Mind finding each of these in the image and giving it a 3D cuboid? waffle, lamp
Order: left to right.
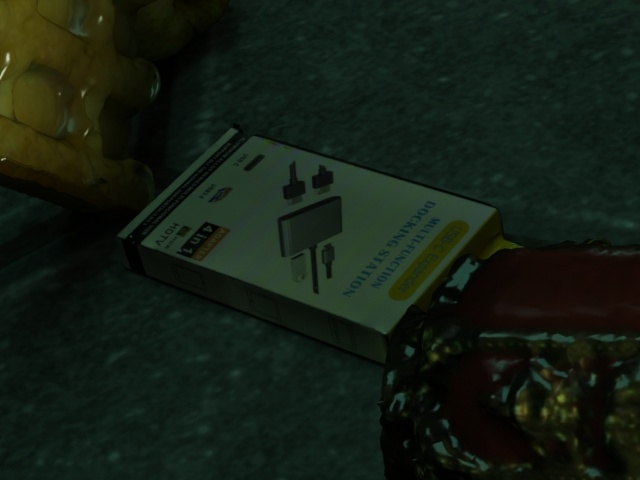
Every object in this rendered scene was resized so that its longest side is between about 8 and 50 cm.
[{"bbox_3d":[-0.187,-0.199,0.964,0.078,0.304,0.348,-1,80,20],"label":"waffle"},{"bbox_3d":[0.168,0.085,0.738,0.274,0.177,0.177,-1,42,17],"label":"lamp"}]

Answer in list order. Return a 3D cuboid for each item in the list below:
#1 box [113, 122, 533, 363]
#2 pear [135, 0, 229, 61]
[{"bbox_3d":[0.000,0.000,0.988,0.247,0.033,0.129,18,49,33],"label":"box"},{"bbox_3d":[-0.151,-0.214,1.199,0.178,0.178,0.178,-9,40,8],"label":"pear"}]
